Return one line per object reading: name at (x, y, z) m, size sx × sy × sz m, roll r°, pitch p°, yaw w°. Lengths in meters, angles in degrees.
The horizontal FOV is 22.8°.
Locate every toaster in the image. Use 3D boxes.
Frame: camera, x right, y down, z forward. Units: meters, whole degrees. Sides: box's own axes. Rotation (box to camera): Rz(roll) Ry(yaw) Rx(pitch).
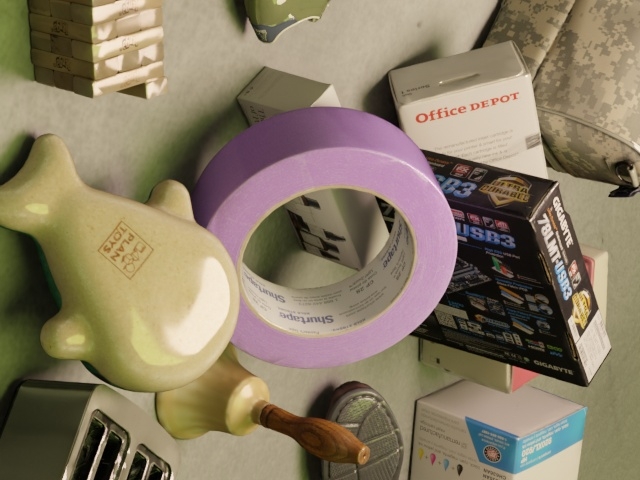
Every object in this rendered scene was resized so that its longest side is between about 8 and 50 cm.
toaster at (-0.233, 0.231, 1.538) m, size 0.168 × 0.110 × 0.186 m, roll 50°, pitch 48°, yaw -46°

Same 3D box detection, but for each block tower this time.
block tower at (-0.203, -0.288, 1.408) m, size 0.097 × 0.091 × 0.335 m, roll -25°, pitch 123°, yaw -43°

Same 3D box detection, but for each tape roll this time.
tape roll at (0.000, 0.000, 1.658) m, size 0.274 × 0.090 × 0.275 m, roll -6°, pitch 124°, yaw -9°

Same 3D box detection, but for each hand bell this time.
hand bell at (-0.045, 0.188, 1.678) m, size 0.126 × 0.242 × 0.126 m, roll -24°, pitch 122°, yaw -45°

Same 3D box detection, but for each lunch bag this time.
lunch bag at (0.365, -0.224, 2.013) m, size 0.305 × 0.256 × 0.212 m, roll -59°, pitch 141°, yaw -15°

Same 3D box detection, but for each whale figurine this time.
whale figurine at (-0.207, 0.026, 1.516) m, size 0.272 × 0.141 × 0.216 m, roll 44°, pitch 64°, yaw -20°

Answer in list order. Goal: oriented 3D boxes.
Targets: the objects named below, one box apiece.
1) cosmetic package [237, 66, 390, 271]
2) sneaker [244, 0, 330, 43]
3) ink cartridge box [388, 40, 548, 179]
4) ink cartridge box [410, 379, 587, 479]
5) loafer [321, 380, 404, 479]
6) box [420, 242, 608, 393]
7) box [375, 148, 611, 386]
cosmetic package at (-0.004, -0.074, 1.740) m, size 0.060 × 0.099 × 0.239 m, roll -49°, pitch 137°, yaw -27°
sneaker at (-0.013, -0.276, 1.682) m, size 0.192 × 0.064 × 0.086 m, roll -38°, pitch 139°, yaw -36°
ink cartridge box at (0.181, -0.113, 1.900) m, size 0.160 × 0.092 × 0.219 m, roll -14°, pitch 126°, yaw 2°
ink cartridge box at (0.234, 0.325, 2.144) m, size 0.168 × 0.171 × 0.233 m, roll -16°, pitch 116°, yaw -47°
loafer at (0.050, 0.298, 1.991) m, size 0.109 × 0.095 × 0.303 m, roll -19°, pitch 119°, yaw -12°
box at (0.257, 0.088, 2.095) m, size 0.232 × 0.148 × 0.127 m, roll -26°, pitch 123°, yaw -45°
box at (0.168, 0.022, 1.834) m, size 0.073 × 0.295 × 0.293 m, roll -52°, pitch 138°, yaw -28°
